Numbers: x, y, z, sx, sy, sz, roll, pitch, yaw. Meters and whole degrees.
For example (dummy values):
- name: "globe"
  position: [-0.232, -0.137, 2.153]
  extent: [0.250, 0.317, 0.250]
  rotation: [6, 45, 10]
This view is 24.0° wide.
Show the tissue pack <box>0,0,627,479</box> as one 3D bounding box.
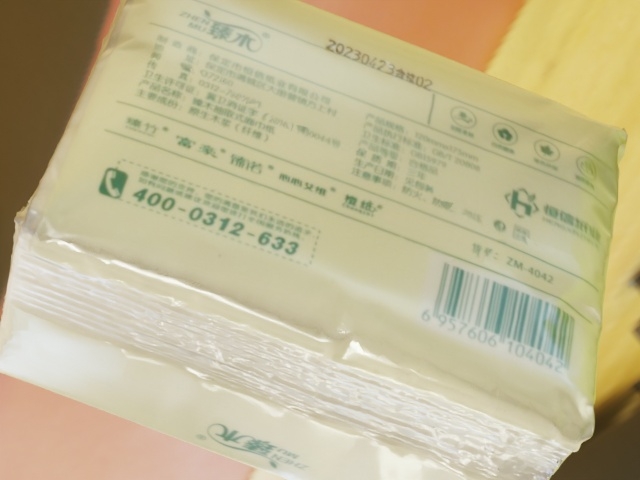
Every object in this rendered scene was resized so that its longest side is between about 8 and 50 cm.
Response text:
- name: "tissue pack"
  position: [0.000, 0.000, 1.031]
  extent: [0.380, 0.297, 0.207]
  rotation: [22, 141, -6]
